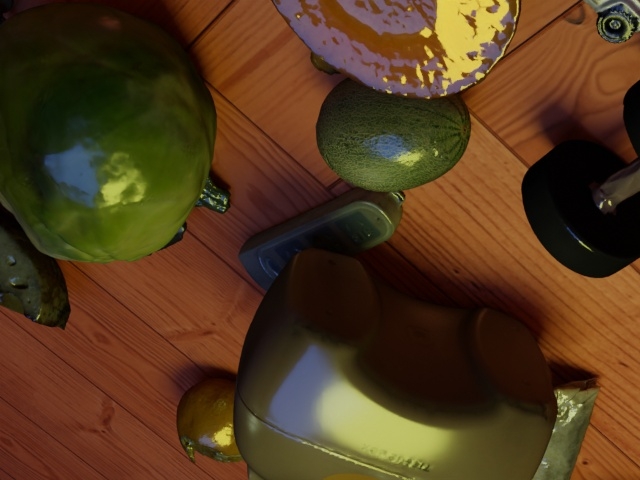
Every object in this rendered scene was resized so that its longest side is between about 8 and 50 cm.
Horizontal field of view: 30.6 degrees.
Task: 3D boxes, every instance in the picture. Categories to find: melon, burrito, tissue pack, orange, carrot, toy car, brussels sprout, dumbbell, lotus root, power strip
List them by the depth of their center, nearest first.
[{"bbox_3d":[0.253,-0.270,1.103,0.170,0.080,0.070,40,136,-11],"label":"toy car"},{"bbox_3d":[0.067,-0.273,1.151,0.258,0.100,0.307,-28,108,32],"label":"carrot"},{"bbox_3d":[0.329,-0.070,1.206,0.152,0.152,0.218,37,138,-9],"label":"dumbbell"},{"bbox_3d":[0.074,-0.124,1.306,0.192,0.139,0.139,4,133,30],"label":"melon"},{"bbox_3d":[-0.269,-0.128,1.410,0.344,0.268,0.344,35,145,29],"label":"brussels sprout"},{"bbox_3d":[0.081,0.205,1.485,0.387,0.267,0.277,20,120,-10],"label":"tissue pack"},{"bbox_3d":[0.001,-0.002,1.539,0.286,0.048,0.080,-25,117,41],"label":"power strip"},{"bbox_3d":[0.324,0.297,1.607,0.082,0.059,0.275,-4,125,-11],"label":"burrito"},{"bbox_3d":[-0.513,0.018,1.790,0.314,0.142,0.210,25,176,-1],"label":"lotus root"},{"bbox_3d":[-0.161,0.293,1.860,0.156,0.134,0.156,25,137,25],"label":"orange"}]

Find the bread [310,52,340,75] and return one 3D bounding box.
[{"bbox_3d":[0.023,-0.246,1.281,0.052,0.044,0.157,23,139,8],"label":"bread"}]

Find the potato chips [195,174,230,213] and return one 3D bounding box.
[{"bbox_3d":[-0.209,-0.100,1.568,0.207,0.028,0.092,33,148,-3],"label":"potato chips"}]

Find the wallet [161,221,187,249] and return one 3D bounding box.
[{"bbox_3d":[-0.334,-0.095,1.615,0.321,0.044,0.170,44,147,-15],"label":"wallet"}]

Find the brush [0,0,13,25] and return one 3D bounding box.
[{"bbox_3d":[-0.396,-0.270,1.489,0.301,0.071,0.084,43,154,-28],"label":"brush"}]
